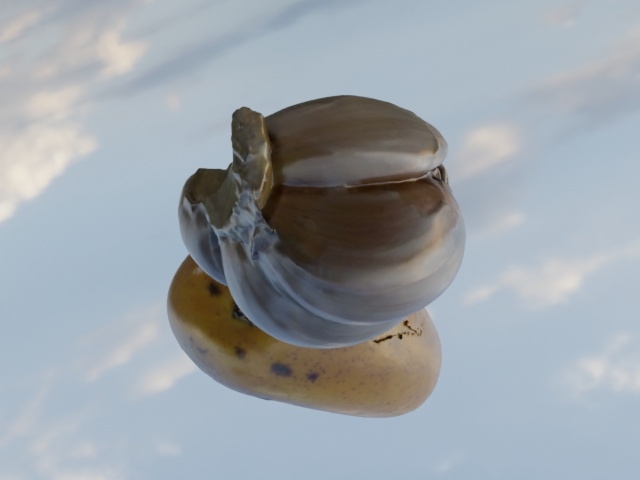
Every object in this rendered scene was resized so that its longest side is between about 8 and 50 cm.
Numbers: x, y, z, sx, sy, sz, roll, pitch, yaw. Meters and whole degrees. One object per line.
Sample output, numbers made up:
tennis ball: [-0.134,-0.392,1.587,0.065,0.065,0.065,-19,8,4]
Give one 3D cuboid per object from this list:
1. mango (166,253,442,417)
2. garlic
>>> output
mango: [0.002,0.082,1.484,0.191,0.290,0.160,0,-111,51]
garlic: [0.000,0.000,1.135,0.191,0.160,0.214,5,156,-25]
